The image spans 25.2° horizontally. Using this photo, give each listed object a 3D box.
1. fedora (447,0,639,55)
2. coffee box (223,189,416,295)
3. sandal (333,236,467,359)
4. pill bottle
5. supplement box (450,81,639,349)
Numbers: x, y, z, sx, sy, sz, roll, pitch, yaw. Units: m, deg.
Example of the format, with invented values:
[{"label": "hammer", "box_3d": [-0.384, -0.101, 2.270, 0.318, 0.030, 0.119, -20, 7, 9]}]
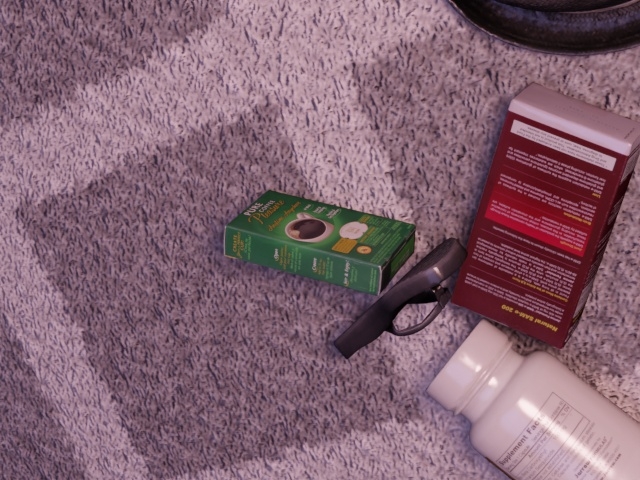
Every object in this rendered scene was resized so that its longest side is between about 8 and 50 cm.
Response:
[{"label": "fedora", "box_3d": [0.221, -0.299, 1.293, 0.334, 0.152, 0.334, 10, 116, 22]}, {"label": "coffee box", "box_3d": [0.000, 0.000, 1.553, 0.184, 0.113, 0.040, 14, 119, 19]}, {"label": "sandal", "box_3d": [0.095, 0.068, 1.518, 0.054, 0.097, 0.254, 48, 151, 4]}, {"label": "pill bottle", "box_3d": [0.230, 0.192, 1.511, 0.229, 0.131, 0.131, 38, 122, 7]}, {"label": "supplement box", "box_3d": [0.229, -0.024, 1.453, 0.130, 0.073, 0.239, 24, 119, 17]}]
